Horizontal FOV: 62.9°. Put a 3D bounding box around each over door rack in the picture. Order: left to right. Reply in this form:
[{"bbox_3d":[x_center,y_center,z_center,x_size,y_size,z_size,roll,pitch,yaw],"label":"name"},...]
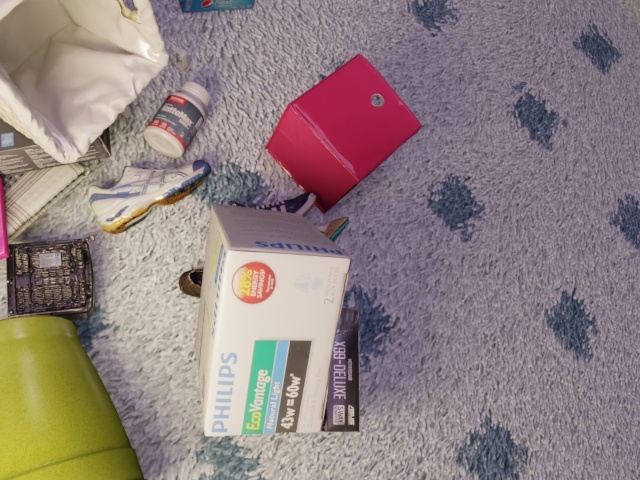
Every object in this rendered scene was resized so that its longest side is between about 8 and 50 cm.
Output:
[{"bbox_3d":[-0.526,-0.513,1.323,0.324,0.108,0.239,43,66,-4],"label":"over door rack"}]

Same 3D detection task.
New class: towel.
[{"bbox_3d":[-0.716,-0.122,1.111,0.312,0.056,0.324,32,66,14],"label":"towel"}]

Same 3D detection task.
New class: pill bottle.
[{"bbox_3d":[-0.355,-0.310,1.323,0.108,0.108,0.180,29,66,-10],"label":"pill bottle"}]

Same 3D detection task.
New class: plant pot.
[{"bbox_3d":[-0.542,0.341,0.958,0.366,0.366,0.353,-14,67,-23],"label":"plant pot"}]

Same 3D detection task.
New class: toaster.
[{"bbox_3d":[-0.569,0.087,1.126,0.185,0.110,0.168,-6,77,-21],"label":"toaster"}]

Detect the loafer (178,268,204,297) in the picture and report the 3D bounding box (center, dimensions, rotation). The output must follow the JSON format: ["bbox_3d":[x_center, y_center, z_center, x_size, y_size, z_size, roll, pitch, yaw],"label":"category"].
[{"bbox_3d":[-0.227,0.115,1.258,0.220,0.078,0.080,8,72,-17],"label":"loafer"}]

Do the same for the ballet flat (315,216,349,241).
[{"bbox_3d":[0.000,0.000,1.383,0.067,0.073,0.206,33,62,8],"label":"ballet flat"}]

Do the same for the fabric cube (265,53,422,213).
[{"bbox_3d":[0.052,-0.274,1.376,0.258,0.259,0.254,-42,92,-25],"label":"fabric cube"}]

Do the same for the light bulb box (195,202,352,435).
[{"bbox_3d":[-0.121,0.140,1.067,0.225,0.361,0.358,5,104,-18],"label":"light bulb box"}]

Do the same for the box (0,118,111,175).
[{"bbox_3d":[-0.671,-0.295,1.126,0.394,0.097,0.318,-11,69,-7],"label":"box"}]

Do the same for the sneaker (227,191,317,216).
[{"bbox_3d":[-0.145,-0.069,1.332,0.153,0.099,0.282,48,68,-3],"label":"sneaker"}]

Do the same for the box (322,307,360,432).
[{"bbox_3d":[-0.006,0.291,1.159,0.076,0.307,0.242,7,71,-18],"label":"box"}]

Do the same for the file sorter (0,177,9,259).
[{"bbox_3d":[-0.761,-0.050,0.939,0.290,0.182,0.202,-18,61,-11],"label":"file sorter"}]

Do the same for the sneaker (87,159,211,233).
[{"bbox_3d":[-0.407,-0.140,1.252,0.296,0.112,0.131,-33,87,-26],"label":"sneaker"}]

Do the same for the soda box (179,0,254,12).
[{"bbox_3d":[-0.294,-0.702,1.484,0.210,0.067,0.071,-14,80,-24],"label":"soda box"}]

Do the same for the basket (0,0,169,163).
[{"bbox_3d":[-0.510,-0.386,0.951,0.266,0.328,0.331,29,68,14],"label":"basket"}]
